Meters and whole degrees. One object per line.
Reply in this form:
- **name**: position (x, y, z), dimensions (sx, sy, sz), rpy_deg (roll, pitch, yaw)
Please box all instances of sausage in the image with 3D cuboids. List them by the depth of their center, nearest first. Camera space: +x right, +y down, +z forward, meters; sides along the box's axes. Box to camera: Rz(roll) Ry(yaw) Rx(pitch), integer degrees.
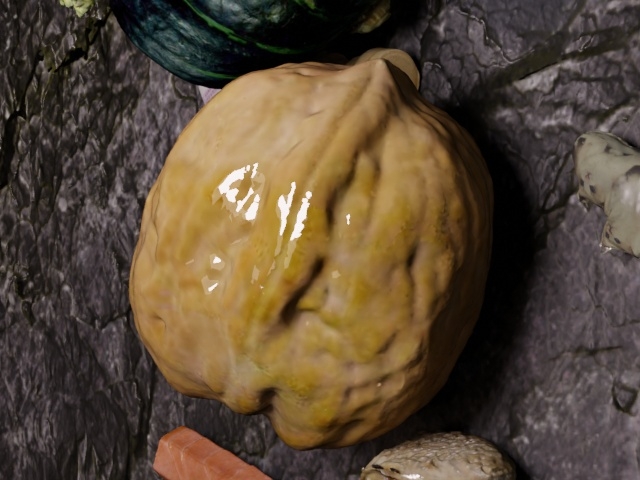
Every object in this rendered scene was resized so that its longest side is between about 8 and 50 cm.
- **sausage**: position (-0.093, 0.243, 1.818), dimensions (0.169, 0.065, 0.065), rpy_deg (25, 106, 43)

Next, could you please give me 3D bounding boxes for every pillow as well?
- **pillow**: position (0.287, -0.009, 1.466), dimensions (0.241, 0.051, 0.093), rpy_deg (31, 109, 38)

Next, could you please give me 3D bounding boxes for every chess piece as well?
- **chess piece**: position (0.029, -0.150, 1.716), dimensions (0.122, 0.066, 0.066), rpy_deg (10, 95, 48)

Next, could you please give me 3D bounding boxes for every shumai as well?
- **shumai**: position (0.106, 0.232, 1.584), dimensions (0.145, 0.145, 0.116), rpy_deg (6, 102, 44)

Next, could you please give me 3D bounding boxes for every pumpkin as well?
- **pumpkin**: position (-0.039, -0.268, 1.641), dimensions (0.238, 0.315, 0.315), rpy_deg (46, 125, -2)

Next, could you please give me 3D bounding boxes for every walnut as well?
- **walnut**: position (-0.002, 0.000, 1.583), dimensions (0.306, 0.306, 0.344), rpy_deg (33, 113, 40)

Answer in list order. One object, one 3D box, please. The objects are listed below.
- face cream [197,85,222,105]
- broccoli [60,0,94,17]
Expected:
- **face cream**: position (-0.067, -0.105, 1.808), dimensions (0.084, 0.057, 0.198), rpy_deg (-43, 60, 35)
- **broccoli**: position (-0.174, -0.310, 1.841), dimensions (0.247, 0.263, 0.243), rpy_deg (-10, 113, 14)
